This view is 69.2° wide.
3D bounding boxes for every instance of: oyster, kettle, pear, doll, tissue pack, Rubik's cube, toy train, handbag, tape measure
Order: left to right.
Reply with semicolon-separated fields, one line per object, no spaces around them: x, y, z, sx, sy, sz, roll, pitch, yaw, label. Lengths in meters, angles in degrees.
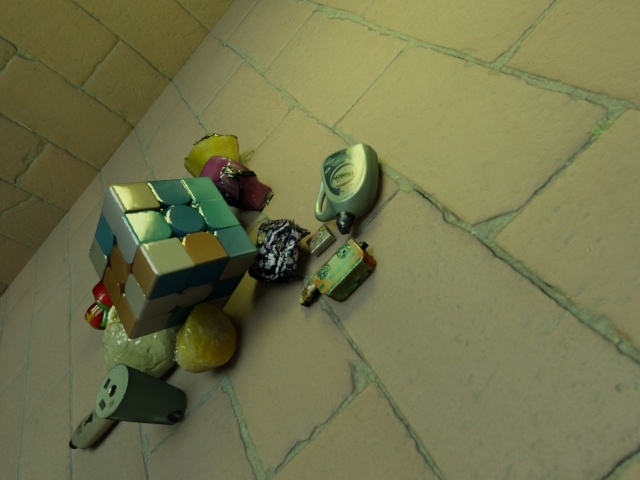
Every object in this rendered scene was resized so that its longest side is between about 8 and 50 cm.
-0.909;0.225;2.053;0.363;0.160;0.182;-51;33;4;doll
-0.568;0.492;1.477;0.211;0.243;0.160;22;79;47;kettle
-0.464;0.044;1.449;0.344;0.347;0.347;54;133;20;Rubik's cube
-0.424;-0.307;1.952;0.267;0.267;0.178;-36;76;21;pear
-0.335;-0.209;1.746;0.245;0.232;0.149;7;69;50;tape measure
-0.145;0.037;1.468;0.229;0.127;0.207;5;73;54;handbag
-0.018;0.136;1.346;0.132;0.029;0.086;-46;24;28;oyster
0.000;0.000;1.424;0.083;0.035;0.063;-44;42;15;tissue pack
0.067;0.081;1.274;0.188;0.072;0.099;-47;40;10;toy train

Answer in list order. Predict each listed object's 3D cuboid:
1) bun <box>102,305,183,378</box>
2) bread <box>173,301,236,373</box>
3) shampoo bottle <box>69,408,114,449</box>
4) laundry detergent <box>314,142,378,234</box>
-0.652;0.333;1.680;0.349;0.227;0.352;21;81;47;bun
-0.362;0.306;1.445;0.170;0.197;0.197;-35;43;33;bread
-0.848;0.694;1.734;0.257;0.078;0.127;-44;42;14;shampoo bottle
0.071;-0.142;1.401;0.215;0.105;0.280;-12;57;38;laundry detergent
